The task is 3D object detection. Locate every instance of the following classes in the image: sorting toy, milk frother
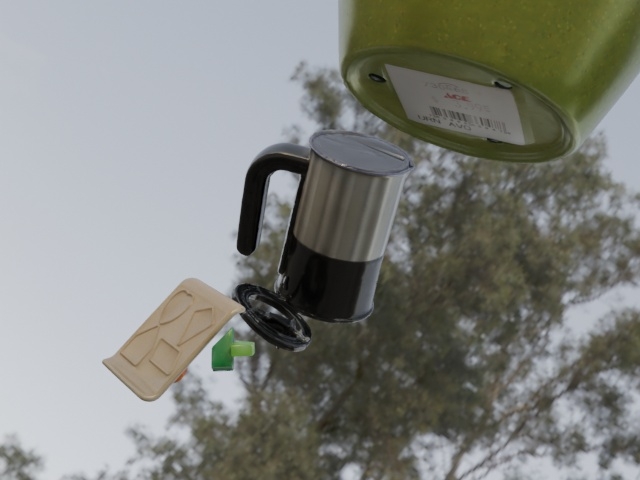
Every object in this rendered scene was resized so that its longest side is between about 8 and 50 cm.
[{"bbox_3d":[-0.061,0.049,0.498,0.012,0.062,0.083,54,-16,-29],"label":"sorting toy"},{"bbox_3d":[0.000,0.000,0.842,0.129,0.143,0.134,7,-64,-12],"label":"milk frother"}]

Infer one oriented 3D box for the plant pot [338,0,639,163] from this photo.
[{"bbox_3d":[0.124,-0.202,0.621,0.275,0.293,0.275,19,-12,4],"label":"plant pot"}]
